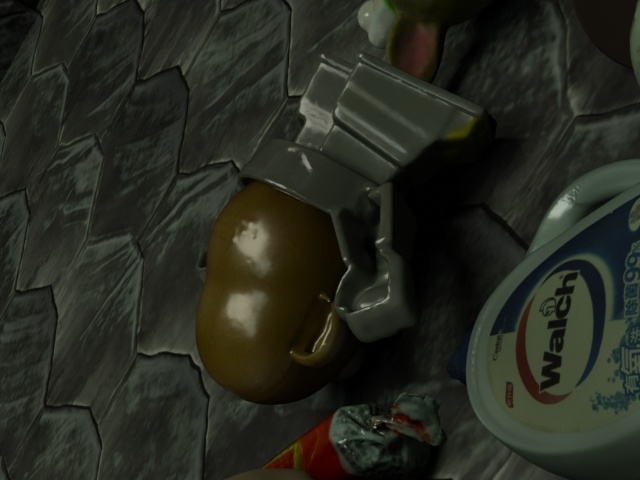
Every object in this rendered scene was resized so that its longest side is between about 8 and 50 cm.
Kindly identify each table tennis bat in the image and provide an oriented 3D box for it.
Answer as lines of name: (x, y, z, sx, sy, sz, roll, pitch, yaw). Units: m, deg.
table tennis bat: (0.188, -0.170, 1.109, 0.107, 0.119, 0.170, 44, 143, 23)

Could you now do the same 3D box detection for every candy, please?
candy: (0.006, 0.181, 1.245, 0.292, 0.086, 0.059, -41, 45, 40)

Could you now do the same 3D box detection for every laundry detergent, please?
laundry detergent: (0.178, 0.046, 1.017, 0.280, 0.105, 0.215, -14, 56, 60)

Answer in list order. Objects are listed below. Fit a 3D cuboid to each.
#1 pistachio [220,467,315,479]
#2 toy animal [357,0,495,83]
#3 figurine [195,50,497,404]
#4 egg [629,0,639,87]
pistachio: (-0.100, 0.361, 1.095, 0.365, 0.281, 0.445, -37, 22, 59)
toy animal: (0.102, -0.267, 1.357, 0.363, 0.180, 0.181, -39, 28, 40)
figurine: (-0.001, -0.001, 1.332, 0.285, 0.167, 0.342, -60, 4, -10)
egg: (0.256, -0.136, 1.002, 0.131, 0.131, 0.164, -26, 43, 53)
